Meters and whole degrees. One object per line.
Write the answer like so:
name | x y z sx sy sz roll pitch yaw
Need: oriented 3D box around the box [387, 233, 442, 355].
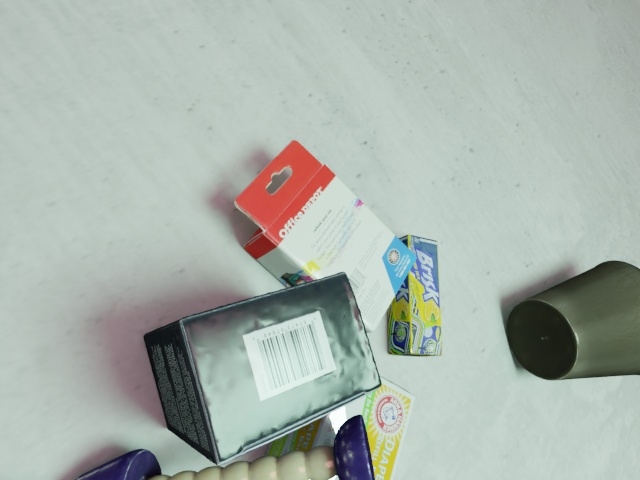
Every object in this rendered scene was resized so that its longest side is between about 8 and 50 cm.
box | 0.135 0.081 0.639 0.059 0.054 0.169 11 70 -26

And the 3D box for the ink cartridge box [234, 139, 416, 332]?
ink cartridge box | 0.000 0.000 0.574 0.231 0.078 0.134 44 59 -11

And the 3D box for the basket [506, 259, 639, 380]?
basket | 0.442 0.147 0.735 0.227 0.154 0.204 -6 80 -26

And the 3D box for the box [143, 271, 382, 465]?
box | -0.070 0.114 0.427 0.153 0.207 0.108 -13 82 -30

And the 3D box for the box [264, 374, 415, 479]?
box | 0.009 0.244 0.486 0.103 0.114 0.203 32 61 -17

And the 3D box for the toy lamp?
toy lamp | -0.090 0.216 0.394 0.275 0.080 0.080 -10 79 4
